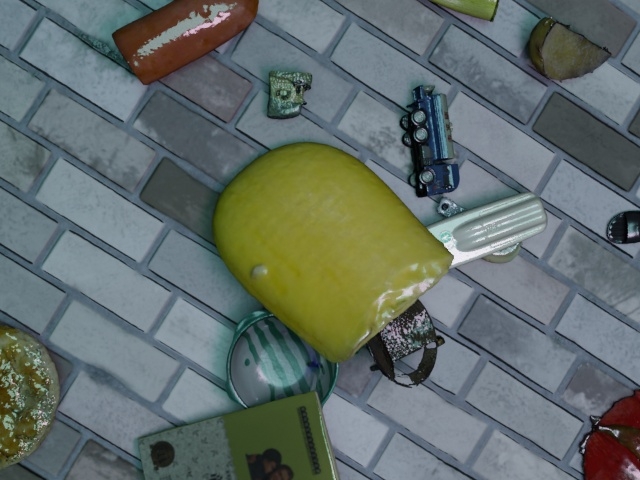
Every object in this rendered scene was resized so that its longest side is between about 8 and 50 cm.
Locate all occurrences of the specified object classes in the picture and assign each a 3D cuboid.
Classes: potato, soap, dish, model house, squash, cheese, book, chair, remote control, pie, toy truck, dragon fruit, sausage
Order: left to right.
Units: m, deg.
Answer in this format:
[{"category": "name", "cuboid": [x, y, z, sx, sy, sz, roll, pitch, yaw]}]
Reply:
[{"category": "pie", "cuboid": [-0.590, 0.270, 1.715, 0.274, 0.055, 0.274, 0, 91, -1]}, {"category": "sausage", "cuboid": [-0.230, -0.378, 1.734, 0.259, 0.113, 0.114, -30, 92, -4]}, {"category": "book", "cuboid": [-0.141, 0.418, 1.701, 0.352, 0.035, 0.239, -17, 80, 13]}, {"category": "model house", "cuboid": [-0.056, -0.261, 1.770, 0.078, 0.066, 0.083, 3, 90, -4]}, {"category": "dish", "cuboid": [-0.053, 0.212, 1.750, 0.246, 0.078, 0.224, -27, 93, 3]}, {"category": "soap", "cuboid": [0.001, 0.002, 1.680, 0.306, 0.115, 0.427, -41, 60, -6]}, {"category": "chair", "cuboid": [0.134, 0.162, 1.714, 0.149, 0.213, 0.174, -26, 93, 0]}, {"category": "toy truck", "cuboid": [0.201, -0.182, 1.796, 0.088, 0.074, 0.202, -8, 89, -15]}, {"category": "squash", "cuboid": [0.223, -0.476, 1.802, 0.224, 0.094, 0.094, 17, 87, 3]}, {"category": "cheese", "cuboid": [0.298, -0.030, 1.811, 0.092, 0.047, 0.171, -42, 93, -5]}, {"category": "remote control", "cuboid": [0.293, -0.017, 1.762, 0.230, 0.049, 0.090, -21, 91, -1]}, {"category": "potato", "cuboid": [0.443, -0.353, 1.827, 0.172, 0.089, 0.101, 12, 110, -36]}, {"category": "dragon fruit", "cuboid": [0.618, 0.435, 1.817, 0.282, 0.100, 0.344, 15, 87, -1]}]

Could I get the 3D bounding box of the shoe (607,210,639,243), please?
[{"category": "shoe", "cuboid": [0.621, -0.026, 1.843, 0.159, 0.053, 0.062, -4, 93, -8]}]
